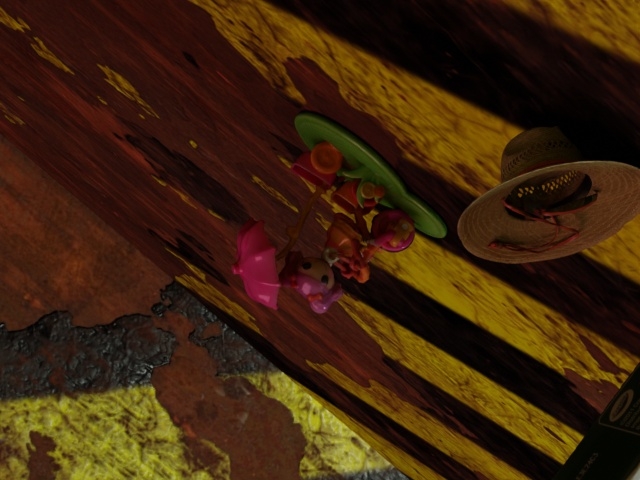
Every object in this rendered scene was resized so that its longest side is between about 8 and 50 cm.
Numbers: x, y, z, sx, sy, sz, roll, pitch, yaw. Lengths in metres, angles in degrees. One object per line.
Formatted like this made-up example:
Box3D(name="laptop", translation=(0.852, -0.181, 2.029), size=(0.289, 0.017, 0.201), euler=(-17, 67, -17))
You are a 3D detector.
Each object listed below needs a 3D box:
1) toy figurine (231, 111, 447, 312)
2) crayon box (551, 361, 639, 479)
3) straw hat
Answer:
Box3D(name="toy figurine", translation=(0.000, 0.000, 1.618), size=(0.173, 0.159, 0.130), euler=(38, 168, -2))
Box3D(name="crayon box", translation=(0.334, 0.191, 1.234), size=(0.323, 0.203, 0.083), euler=(43, 167, -18))
Box3D(name="straw hat", translation=(0.152, -0.043, 1.239), size=(0.144, 0.144, 0.061), euler=(63, -165, -62))
